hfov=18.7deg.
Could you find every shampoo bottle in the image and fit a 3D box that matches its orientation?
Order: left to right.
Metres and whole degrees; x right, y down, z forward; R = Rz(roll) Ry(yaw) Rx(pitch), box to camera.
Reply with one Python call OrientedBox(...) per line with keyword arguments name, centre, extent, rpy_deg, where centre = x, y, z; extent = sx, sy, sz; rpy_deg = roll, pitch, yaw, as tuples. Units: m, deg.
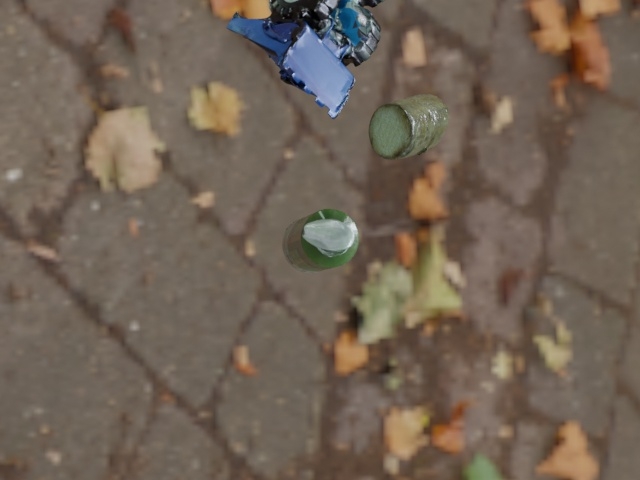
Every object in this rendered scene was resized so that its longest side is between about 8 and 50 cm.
OrientedBox(name="shampoo bottle", centre=(0.000, 0.000, 1.997), extent=(0.065, 0.204, 0.065), rpy_deg=(0, 87, -8))

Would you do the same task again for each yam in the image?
OrientedBox(name="yam", centre=(0.102, -0.126, 2.165), extent=(0.146, 0.069, 0.070), rpy_deg=(-19, 101, -65))

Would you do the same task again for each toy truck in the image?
OrientedBox(name="toy truck", centre=(-0.012, -0.240, 2.021), extent=(0.113, 0.126, 0.208), rpy_deg=(44, 55, -45))
